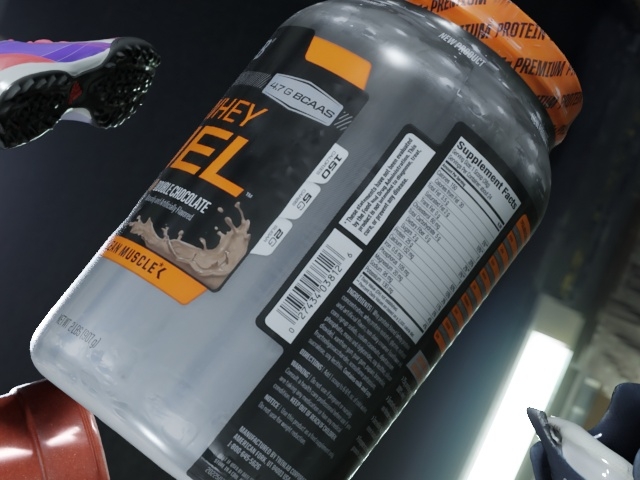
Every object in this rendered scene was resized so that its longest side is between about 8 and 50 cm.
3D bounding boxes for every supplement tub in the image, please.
[{"bbox_3d":[0.000,0.000,0.927,0.338,0.207,0.207,-52,-33,-11],"label":"supplement tub"}]

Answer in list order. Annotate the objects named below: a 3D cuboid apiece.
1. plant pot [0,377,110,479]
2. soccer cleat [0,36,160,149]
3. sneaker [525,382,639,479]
[{"bbox_3d":[-0.397,0.303,1.729,0.265,0.272,0.272,-10,-58,-21],"label":"plant pot"},{"bbox_3d":[-0.286,-0.176,1.591,0.318,0.116,0.109,-28,-37,-60],"label":"soccer cleat"},{"bbox_3d":[0.113,0.137,0.559,0.153,0.094,0.235,40,-100,-13],"label":"sneaker"}]
